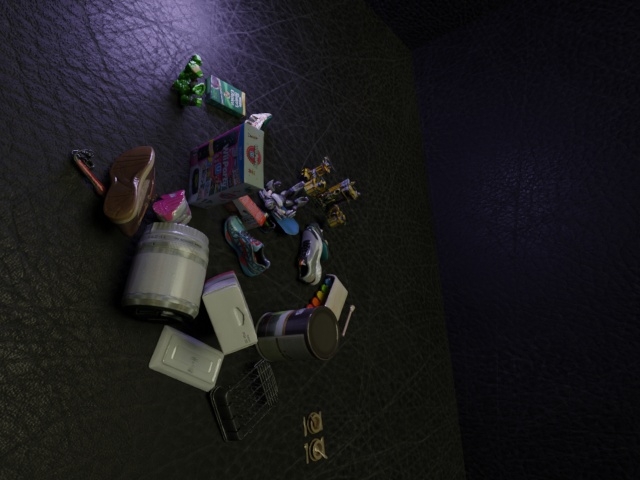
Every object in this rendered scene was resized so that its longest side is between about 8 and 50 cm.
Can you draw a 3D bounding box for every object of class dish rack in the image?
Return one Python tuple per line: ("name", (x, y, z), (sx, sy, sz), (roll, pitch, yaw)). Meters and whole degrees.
("dish rack", (-0.261, 0.570, 1.575), (0.272, 0.074, 0.208), (-30, 110, -56))

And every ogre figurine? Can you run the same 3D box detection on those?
("ogre figurine", (-0.482, -0.574, 1.606), (0.097, 0.118, 0.196), (-23, 97, -50))

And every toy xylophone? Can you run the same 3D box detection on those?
("toy xylophone", (0.055, 0.324, 2.080), (0.236, 0.081, 0.322), (59, 39, -23))

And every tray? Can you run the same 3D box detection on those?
("tray", (-0.430, 0.398, 1.443), (0.270, 0.030, 0.145), (42, 49, -39))

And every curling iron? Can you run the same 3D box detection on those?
("curling iron", (-0.650, -0.156, 1.313), (0.273, 0.035, 0.068), (61, 38, -20))

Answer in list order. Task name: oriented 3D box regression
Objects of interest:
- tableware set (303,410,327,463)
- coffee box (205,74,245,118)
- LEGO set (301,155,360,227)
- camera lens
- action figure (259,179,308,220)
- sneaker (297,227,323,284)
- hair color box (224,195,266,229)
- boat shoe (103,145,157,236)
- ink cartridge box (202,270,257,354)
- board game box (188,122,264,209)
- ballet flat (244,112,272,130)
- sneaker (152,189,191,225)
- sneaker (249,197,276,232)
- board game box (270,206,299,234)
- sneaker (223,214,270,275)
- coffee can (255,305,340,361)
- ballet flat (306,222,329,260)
("tableware set", (-0.016, 0.840, 1.856), (0.128, 0.039, 0.194), (9, 72, -52))
("coffee box", (-0.392, -0.595, 1.800), (0.184, 0.041, 0.113), (16, 66, -50))
("LEGO set", (0.072, -0.248, 2.144), (0.331, 0.192, 0.255), (56, 21, -22))
("camera lens", (-0.465, 0.108, 1.323), (0.219, 0.220, 0.274), (31, 55, -45))
("action figure", (-0.161, -0.186, 1.928), (0.285, 0.099, 0.185), (-27, 91, -58))
("sneaker", (-0.056, 0.068, 2.001), (0.108, 0.100, 0.271), (13, 69, -46))
("hair color box", (-0.306, -0.122, 1.723), (0.167, 0.093, 0.053), (53, 42, -29))
("boat shoe", (-0.574, -0.157, 1.344), (0.123, 0.124, 0.341), (84, -3, -49))
("ink cartridge box", (-0.305, 0.230, 1.451), (0.117, 0.283, 0.207), (-20, 98, -11))
("board game box", (-0.338, -0.256, 1.540), (0.098, 0.304, 0.223), (17, 66, -50))
("ballet flat", (-0.286, -0.505, 1.887), (0.077, 0.091, 0.241), (38, 43, -12))
("sneaker", (-0.468, -0.089, 1.408), (0.252, 0.103, 0.111), (-121, -164, -71))
("sneaker", (-0.251, -0.111, 1.806), (0.188, 0.078, 0.067), (52, 42, -30))
("board game box", (-0.170, -0.087, 1.939), (0.168, 0.033, 0.133), (51, 28, -3))
("sneaker", (-0.275, 0.011, 1.694), (0.104, 0.125, 0.261), (-46, 116, -50))
("coffee can", (-0.092, 0.370, 1.699), (0.202, 0.276, 0.201), (22, 61, -49))
("ballet flat", (0.000, 0.000, 2.122), (0.074, 0.074, 0.203), (-43, 112, -50))
